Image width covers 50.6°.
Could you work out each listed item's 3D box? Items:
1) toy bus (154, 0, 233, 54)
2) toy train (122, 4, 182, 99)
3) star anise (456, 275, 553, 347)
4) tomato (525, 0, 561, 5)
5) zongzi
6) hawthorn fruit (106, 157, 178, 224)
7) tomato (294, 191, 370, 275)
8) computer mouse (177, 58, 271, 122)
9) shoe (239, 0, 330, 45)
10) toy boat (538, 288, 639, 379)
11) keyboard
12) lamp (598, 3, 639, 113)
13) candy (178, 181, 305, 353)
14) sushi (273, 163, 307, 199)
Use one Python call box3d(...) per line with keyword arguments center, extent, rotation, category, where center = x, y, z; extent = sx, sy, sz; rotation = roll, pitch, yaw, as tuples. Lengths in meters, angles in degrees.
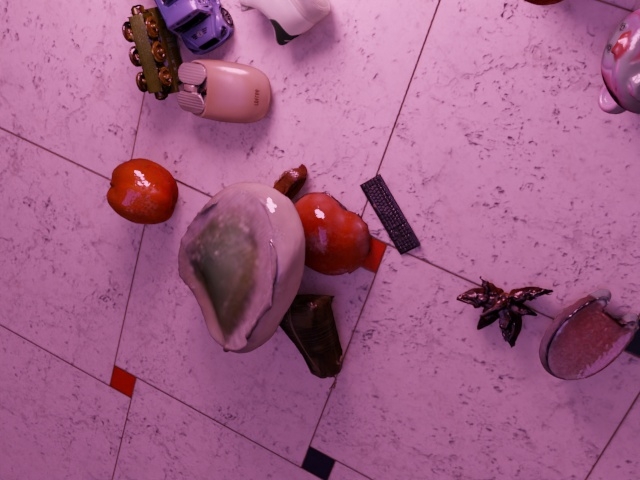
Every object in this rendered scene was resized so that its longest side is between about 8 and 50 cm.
box3d(center=(-0.327, -0.586, 1.585), extent=(0.125, 0.133, 0.292), rotation=(-23, 97, 26), category="toy bus")
box3d(center=(-0.401, -0.462, 1.657), extent=(0.090, 0.137, 0.226), rotation=(-4, 109, 22), category="toy train")
box3d(center=(0.422, 0.165, 1.571), extent=(0.212, 0.053, 0.157), rotation=(7, 108, 18), category="star anise")
box3d(center=(0.422, -0.557, 1.292), extent=(0.200, 0.139, 0.233), rotation=(45, 83, -4), category="tomato")
box3d(center=(-0.056, 0.248, 1.778), extent=(0.241, 0.111, 0.248), rotation=(4, 115, 40), category="zongzi")
box3d(center=(-0.463, -0.123, 1.772), extent=(0.189, 0.189, 0.189), rotation=(7, 109, 20), category="hawthorn fruit")
box3d(center=(0.000, 0.000, 1.659), extent=(0.228, 0.112, 0.199), rotation=(33, 118, 12), category="tomato")
box3d(center=(-0.236, -0.361, 1.641), extent=(0.236, 0.082, 0.145), rotation=(12, 111, 10), category="computer mouse")
box3d(center=(-0.145, -0.605, 1.515), extent=(0.160, 0.132, 0.363), rotation=(-37, 95, 32), category="shoe")
box3d(center=(0.590, 0.214, 1.517), extent=(0.155, 0.085, 0.227), rotation=(40, 106, -3), category="toy boat")
box3d(center=(0.168, -0.062, 1.624), extent=(0.063, 0.010, 0.198), rotation=(-29, 94, 29), category="keyboard")
box3d(center=(0.660, -0.310, 1.208), extent=(0.247, 0.301, 0.247), rotation=(3, 116, -23), category="lamp")
box3d(center=(-0.177, 0.048, 1.666), extent=(0.427, 0.186, 0.386), rotation=(-51, 60, 40), category="candy")
box3d(center=(-0.083, -0.138, 1.677), extent=(0.055, 0.052, 0.120), rotation=(51, 122, 20), category="sushi")
